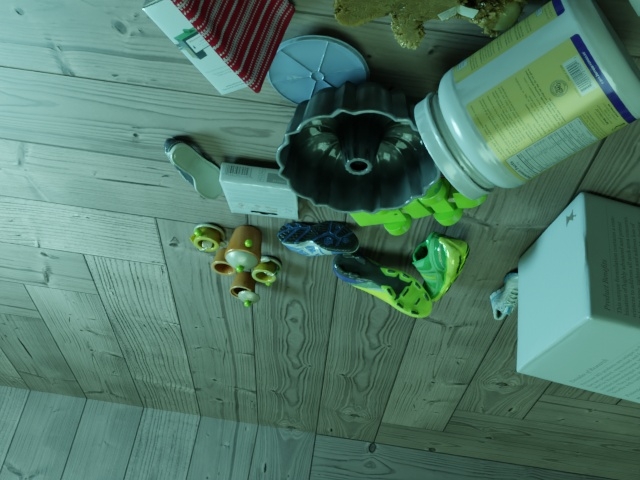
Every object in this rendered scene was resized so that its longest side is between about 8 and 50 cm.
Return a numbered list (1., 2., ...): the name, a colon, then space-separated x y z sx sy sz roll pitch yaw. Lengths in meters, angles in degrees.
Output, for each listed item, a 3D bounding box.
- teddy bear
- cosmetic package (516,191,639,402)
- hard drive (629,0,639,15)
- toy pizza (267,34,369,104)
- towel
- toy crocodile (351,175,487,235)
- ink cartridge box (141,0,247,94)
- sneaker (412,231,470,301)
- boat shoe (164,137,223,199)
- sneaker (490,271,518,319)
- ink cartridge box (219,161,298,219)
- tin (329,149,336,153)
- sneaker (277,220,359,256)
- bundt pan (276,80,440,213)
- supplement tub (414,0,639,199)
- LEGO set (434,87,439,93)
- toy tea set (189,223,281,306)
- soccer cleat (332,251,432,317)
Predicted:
1. teddy bear: 0.187 -0.423 1.245 0.338 0.113 0.245 -6 152 10
2. cosmetic package: 0.702 0.146 1.752 0.394 0.329 0.327 15 147 -7
3. hard drive: 0.579 -0.470 1.113 0.307 0.040 0.203 -19 137 37
4. toy pizza: -0.005 -0.329 1.479 0.201 0.032 0.201 4 149 3
5. towel: -0.149 -0.404 1.253 0.031 0.199 0.275 -1 148 38
6. toy crocodile: 0.213 -0.093 1.737 0.341 0.105 0.115 -11 142 36
7. ink cartridge box: -0.186 -0.390 1.319 0.093 0.160 0.219 -12 141 32
8. sneaker: 0.298 0.058 1.954 0.123 0.109 0.295 35 155 14
9. boat shoe: -0.294 -0.171 1.789 0.065 0.075 0.206 41 175 38
10. sneaker: 0.511 0.153 2.039 0.071 0.083 0.190 13 146 -3
11. ink cartridge box: -0.139 -0.115 1.843 0.181 0.056 0.224 7 165 3
12. tin: 0.065 -0.167 1.709 0.190 0.040 0.106 14 151 -7
13. sneaker: 0.000 0.000 1.950 0.211 0.080 0.081 8 155 20
14. bundt pan: 0.078 -0.195 1.530 0.331 0.124 0.331 3 148 2
15. supplement tub: 0.352 -0.236 1.290 0.331 0.241 0.241 -31 131 28
16. LEGO set: 0.320 -0.198 1.529 0.287 0.107 0.132 33 140 -31
17. toy tea set: -0.219 0.085 2.077 0.200 0.124 0.336 -4 144 19
18. soccer cleat: 0.165 0.112 2.013 0.289 0.093 0.121 28 173 8
